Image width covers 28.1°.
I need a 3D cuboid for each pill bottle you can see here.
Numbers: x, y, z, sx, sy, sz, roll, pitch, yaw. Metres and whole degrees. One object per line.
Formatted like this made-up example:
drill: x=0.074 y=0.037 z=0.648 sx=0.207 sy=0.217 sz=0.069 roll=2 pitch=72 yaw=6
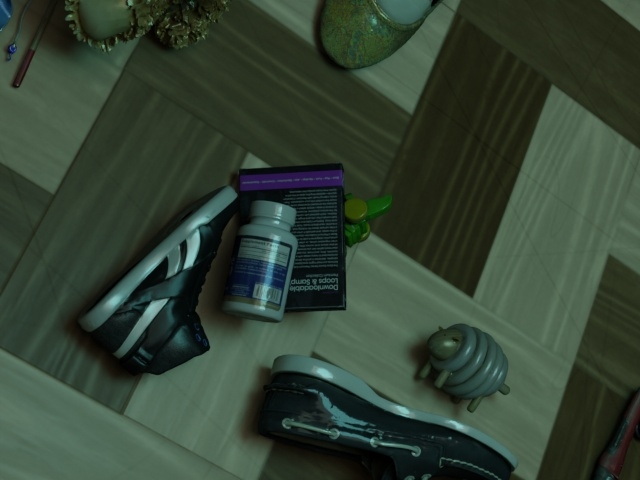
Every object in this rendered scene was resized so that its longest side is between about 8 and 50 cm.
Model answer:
pill bottle: x=-0.061 y=0.022 z=1.339 sx=0.067 sy=0.067 sz=0.120 roll=17 pitch=78 yaw=-25

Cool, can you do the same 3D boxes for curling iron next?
curling iron: x=0.366 y=0.290 z=1.574 sx=0.068 sy=0.035 sz=0.274 roll=44 pitch=60 yaw=-13

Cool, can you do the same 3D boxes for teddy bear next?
teddy bear: x=-0.152 y=-0.324 z=1.358 sx=0.338 sy=0.113 sz=0.245 roll=-48 pitch=130 yaw=-29

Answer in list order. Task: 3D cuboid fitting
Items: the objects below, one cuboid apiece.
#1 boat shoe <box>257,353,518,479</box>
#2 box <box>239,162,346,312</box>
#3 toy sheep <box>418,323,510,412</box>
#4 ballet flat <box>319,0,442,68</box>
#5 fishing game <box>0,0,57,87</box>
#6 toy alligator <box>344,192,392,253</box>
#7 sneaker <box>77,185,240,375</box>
boat shoe: x=0.071 y=0.222 z=1.386 sx=0.303 sy=0.114 sz=0.091 roll=23 pitch=66 yaw=-10
box: x=-0.031 y=-0.001 z=1.390 sx=0.116 sy=0.029 sz=0.162 roll=-2 pitch=75 yaw=8
toy sheep: x=0.171 y=0.145 z=1.474 sx=0.132 sy=0.091 sz=0.091 roll=38 pitch=61 yaw=-32
ballet flat: x=0.129 y=-0.340 z=1.552 sx=0.123 sy=0.123 sz=0.348 roll=50 pitch=60 yaw=-10
fishing game: x=-0.390 y=-0.276 z=1.285 sx=0.264 sy=0.041 sz=0.189 roll=28 pitch=68 yaw=-21
toy alligator: x=0.000 y=0.000 z=1.433 sx=0.190 sy=0.056 sz=0.051 roll=-41 pitch=64 yaw=-15
sneaker: x=-0.139 y=0.052 z=1.329 sx=0.217 sy=0.079 sz=0.121 roll=-46 pitch=105 yaw=-22
